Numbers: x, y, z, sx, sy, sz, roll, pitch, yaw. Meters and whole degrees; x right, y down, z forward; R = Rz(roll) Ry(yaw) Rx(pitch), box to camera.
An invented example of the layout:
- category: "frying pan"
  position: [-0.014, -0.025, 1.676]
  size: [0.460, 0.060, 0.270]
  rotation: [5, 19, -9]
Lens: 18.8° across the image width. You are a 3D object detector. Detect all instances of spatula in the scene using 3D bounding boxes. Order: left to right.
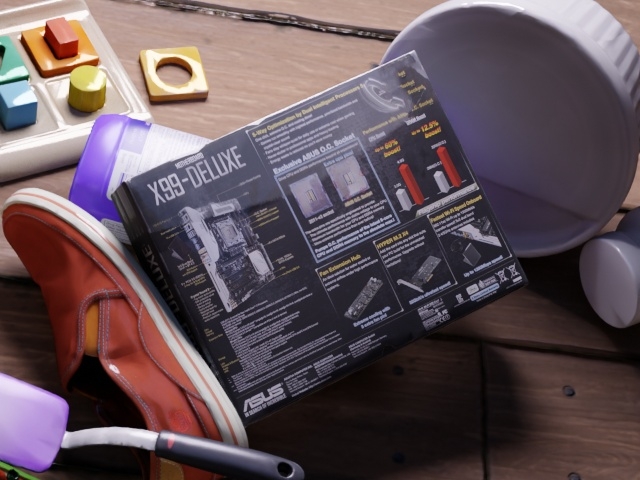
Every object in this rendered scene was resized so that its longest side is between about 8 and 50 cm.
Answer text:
- category: "spatula"
  position: [-0.158, 0.168, 1.602]
  size: [0.296, 0.030, 0.084]
  rotation: [11, 48, 2]

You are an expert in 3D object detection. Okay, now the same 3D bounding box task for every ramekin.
- category: "ramekin"
  position: [0.194, -0.128, 1.876]
  size: [0.273, 0.273, 0.127]
  rotation: [31, 40, 10]

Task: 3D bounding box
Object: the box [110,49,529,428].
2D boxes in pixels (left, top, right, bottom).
- category: "box"
  position: [0.000, 0.000, 1.749]
  size: [0.307, 0.076, 0.242]
  rotation: [-26, 89, -18]

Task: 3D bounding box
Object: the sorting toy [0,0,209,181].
- category: "sorting toy"
  position: [-0.277, -0.162, 1.916]
  size: [0.347, 0.047, 0.196]
  rotation: [-16, 59, -24]

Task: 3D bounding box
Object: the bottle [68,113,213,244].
- category: "bottle"
  position: [-0.091, -0.032, 1.832]
  size: [0.282, 0.092, 0.118]
  rotation: [15, 56, -2]

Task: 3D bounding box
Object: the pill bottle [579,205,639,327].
- category: "pill bottle"
  position: [0.365, 0.010, 1.892]
  size: [0.216, 0.121, 0.121]
  rotation: [-18, 60, -25]

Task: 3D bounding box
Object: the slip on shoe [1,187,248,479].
- category: "slip on shoe"
  position: [-0.193, 0.086, 1.708]
  size: [0.101, 0.123, 0.331]
  rotation: [-28, 69, -25]

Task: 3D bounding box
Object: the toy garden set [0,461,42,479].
- category: "toy garden set"
  position: [-0.339, 0.231, 1.497]
  size: [0.203, 0.049, 0.244]
  rotation: [14, 39, 43]
